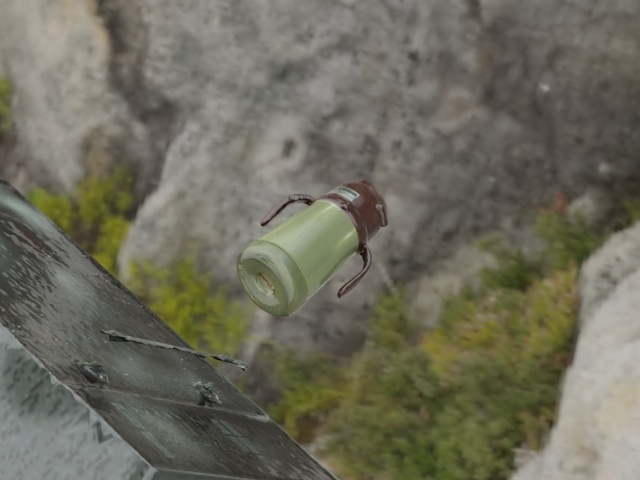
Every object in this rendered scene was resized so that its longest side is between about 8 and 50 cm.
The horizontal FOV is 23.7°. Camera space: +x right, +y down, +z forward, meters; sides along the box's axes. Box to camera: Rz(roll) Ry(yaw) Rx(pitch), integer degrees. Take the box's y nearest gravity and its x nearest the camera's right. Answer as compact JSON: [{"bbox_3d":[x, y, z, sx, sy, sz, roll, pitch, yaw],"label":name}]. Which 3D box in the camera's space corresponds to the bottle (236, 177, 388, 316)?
[{"bbox_3d":[0.001,0.002,0.877,0.047,0.101,0.063,-17,107,52],"label":"bottle"}]

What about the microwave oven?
[{"bbox_3d":[-0.262,0.172,1.094,0.432,0.236,0.374,37,100,32],"label":"microwave oven"}]
